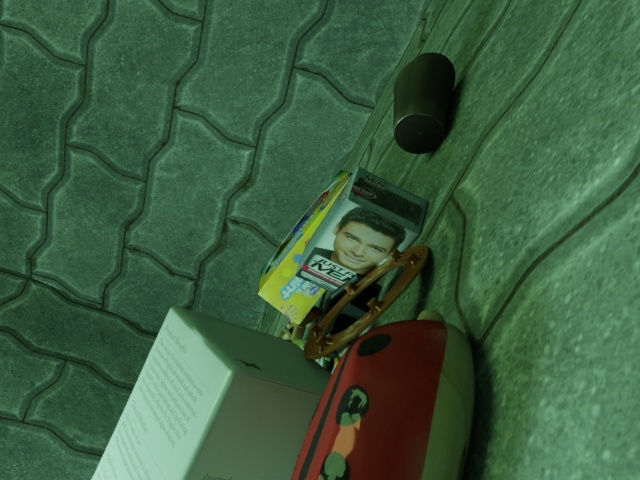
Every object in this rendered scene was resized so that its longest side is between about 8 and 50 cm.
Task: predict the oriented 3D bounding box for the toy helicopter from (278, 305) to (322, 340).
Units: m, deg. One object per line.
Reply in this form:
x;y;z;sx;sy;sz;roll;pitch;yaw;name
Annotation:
-0.074;0.258;2.091;0.235;0.140;0.355;-52;14;46;toy helicopter

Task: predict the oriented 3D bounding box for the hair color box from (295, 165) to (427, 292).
0.090;0.001;1.549;0.374;0.185;0.114;-56;11;53;hair color box

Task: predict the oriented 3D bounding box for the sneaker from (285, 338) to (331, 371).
-0.092;0.380;1.746;0.145;0.147;0.385;-75;10;-46;sneaker

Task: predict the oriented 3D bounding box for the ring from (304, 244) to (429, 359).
0.086;0.117;1.295;0.336;0.032;0.336;-41;5;4;ring

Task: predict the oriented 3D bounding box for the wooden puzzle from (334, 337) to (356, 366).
0.067;0.253;1.548;0.116;0.014;0.078;-59;11;10;wooden puzzle

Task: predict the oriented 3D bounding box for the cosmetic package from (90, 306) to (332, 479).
-0.174;0.391;1.184;0.329;0.327;0.394;26;91;57;cosmetic package

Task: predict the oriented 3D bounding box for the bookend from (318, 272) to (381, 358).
0.061;0.185;1.519;0.156;0.072;0.157;-43;21;55;bookend

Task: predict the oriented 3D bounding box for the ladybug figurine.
0.066;0.290;0.828;0.305;0.162;0.449;129;165;-64;ladybug figurine

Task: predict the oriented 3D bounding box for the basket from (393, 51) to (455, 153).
0.263;-0.344;1.636;0.204;0.154;0.227;121;167;-47;basket

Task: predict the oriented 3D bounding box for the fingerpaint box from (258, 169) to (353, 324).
0.000;0.000;1.947;0.445;0.163;0.371;-51;8;4;fingerpaint box
